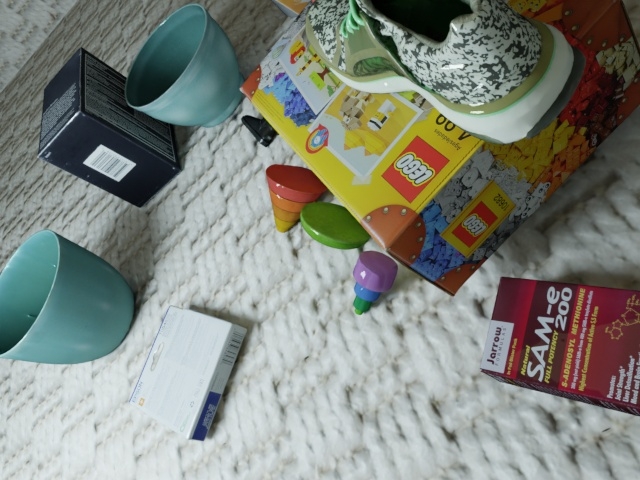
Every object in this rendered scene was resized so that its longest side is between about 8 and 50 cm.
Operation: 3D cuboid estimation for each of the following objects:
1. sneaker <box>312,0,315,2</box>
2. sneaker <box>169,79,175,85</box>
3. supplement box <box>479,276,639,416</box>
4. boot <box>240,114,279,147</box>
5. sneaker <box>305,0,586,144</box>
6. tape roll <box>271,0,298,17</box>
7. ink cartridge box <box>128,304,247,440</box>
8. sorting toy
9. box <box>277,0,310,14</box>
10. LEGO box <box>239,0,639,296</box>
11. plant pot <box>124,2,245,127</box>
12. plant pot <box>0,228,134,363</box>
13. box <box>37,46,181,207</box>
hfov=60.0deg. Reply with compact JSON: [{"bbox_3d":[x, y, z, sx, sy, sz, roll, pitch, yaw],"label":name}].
[{"bbox_3d":[0.071,-0.443,0.819,0.128,0.087,0.221,26,108,24],"label":"sneaker"},{"bbox_3d":[-0.378,-0.467,1.559,0.108,0.100,0.271,-24,53,60],"label":"sneaker"},{"bbox_3d":[0.320,0.122,0.639,0.240,0.073,0.130,4,70,43],"label":"supplement box"},{"bbox_3d":[-0.120,-0.277,1.255,0.099,0.045,0.121,-48,52,13],"label":"boot"},{"bbox_3d":[0.090,-0.258,0.628,0.158,0.182,0.410,-56,44,3],"label":"sneaker"},{"bbox_3d":[-0.037,-0.669,1.379,0.219,0.072,0.219,-19,56,31],"label":"tape roll"},{"bbox_3d":[-0.263,0.250,1.088,0.224,0.045,0.223,8,72,44],"label":"ink cartridge box"},{"bbox_3d":[0.000,0.000,0.985,0.365,0.127,0.126,49,131,42],"label":"sorting toy"},{"bbox_3d":[0.009,-0.559,1.065,0.215,0.345,0.168,-34,84,23],"label":"box"},{"bbox_3d":[0.139,-0.227,0.839,0.372,0.193,0.500,-49,45,10],"label":"LEGO box"},{"bbox_3d":[-0.316,-0.405,1.384,0.293,0.196,0.292,-19,56,31],"label":"plant pot"},{"bbox_3d":[-0.582,0.152,1.281,0.293,0.235,0.292,-19,57,32],"label":"plant pot"},{"bbox_3d":[-0.548,-0.289,1.452,0.183,0.296,0.294,-37,47,21],"label":"box"}]
